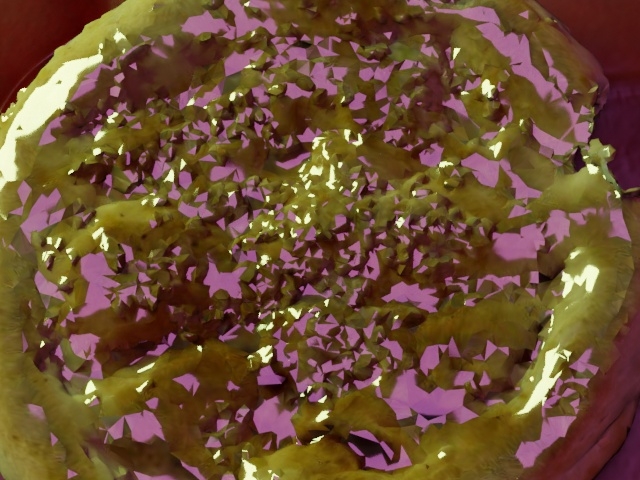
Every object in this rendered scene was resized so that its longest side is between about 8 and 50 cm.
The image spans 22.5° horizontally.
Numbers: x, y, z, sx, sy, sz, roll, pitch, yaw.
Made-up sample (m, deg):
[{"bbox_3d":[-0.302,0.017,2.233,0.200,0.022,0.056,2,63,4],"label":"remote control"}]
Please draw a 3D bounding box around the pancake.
[{"bbox_3d":[0.000,0.001,0.831,0.382,0.071,0.382,-1,71,2],"label":"pancake"}]
